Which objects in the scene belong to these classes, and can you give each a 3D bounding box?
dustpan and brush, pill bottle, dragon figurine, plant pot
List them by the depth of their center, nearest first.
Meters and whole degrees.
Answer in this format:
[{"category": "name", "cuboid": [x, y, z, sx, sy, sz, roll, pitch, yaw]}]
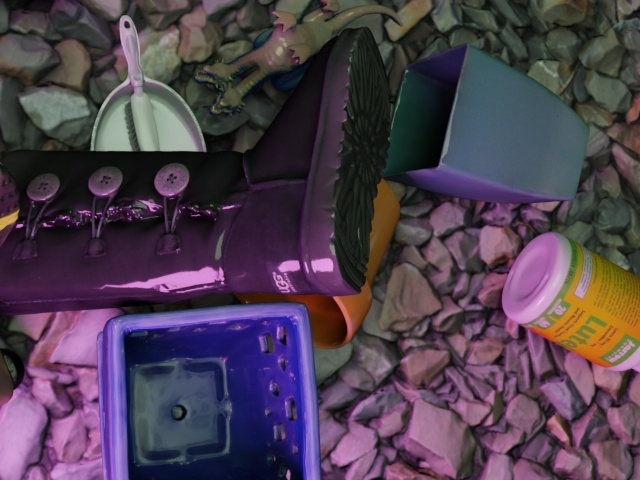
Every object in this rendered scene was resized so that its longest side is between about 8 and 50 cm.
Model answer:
[{"category": "plant pot", "cuboid": [-0.147, 0.199, 1.134, 0.236, 0.212, 0.236, -2, 84, -22]}, {"category": "dustpan and brush", "cuboid": [-0.228, -0.173, 1.219, 0.147, 0.060, 0.211, -12, 91, -17]}, {"category": "plant pot", "cuboid": [0.000, 0.000, 1.221, 0.205, 0.205, 0.188, 43, 61, -10]}, {"category": "dragon figurine", "cuboid": [-0.033, -0.252, 1.269, 0.289, 0.144, 0.085, -33, 95, -35]}, {"category": "plant pot", "cuboid": [0.233, -0.135, 1.307, 0.234, 0.165, 0.165, 17, 83, -22]}, {"category": "pill bottle", "cuboid": [0.391, 0.099, 1.351, 0.245, 0.136, 0.136, 27, 80, -14]}]

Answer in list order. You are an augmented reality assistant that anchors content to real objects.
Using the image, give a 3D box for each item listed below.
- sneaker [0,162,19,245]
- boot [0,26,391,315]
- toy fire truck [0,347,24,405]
[{"category": "sneaker", "cuboid": [-0.475, 0.045, 0.996, 0.385, 0.145, 0.147, -47, 57, -4]}, {"category": "boot", "cuboid": [-0.159, -0.083, 1.121, 0.146, 0.445, 0.367, 64, 29, -43]}, {"category": "toy fire truck", "cuboid": [-0.501, 0.126, 1.094, 0.246, 0.158, 0.217, -22, 88, 3]}]
